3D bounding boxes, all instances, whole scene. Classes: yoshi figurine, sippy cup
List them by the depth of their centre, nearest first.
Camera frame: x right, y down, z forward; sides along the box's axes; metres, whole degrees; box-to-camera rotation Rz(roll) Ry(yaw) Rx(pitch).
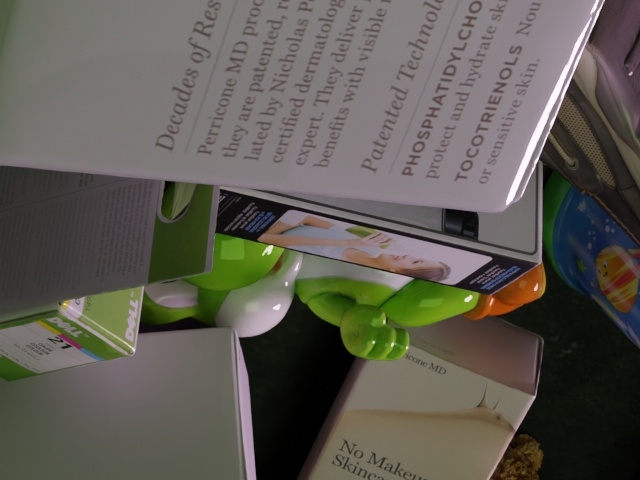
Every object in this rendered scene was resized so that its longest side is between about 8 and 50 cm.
[{"bbox_3d":[0.006,-0.003,1.494,0.362,0.203,0.203,-8,113,-14],"label":"yoshi figurine"},{"bbox_3d":[0.348,0.017,1.614,0.306,0.224,0.240,8,123,-27],"label":"sippy cup"}]

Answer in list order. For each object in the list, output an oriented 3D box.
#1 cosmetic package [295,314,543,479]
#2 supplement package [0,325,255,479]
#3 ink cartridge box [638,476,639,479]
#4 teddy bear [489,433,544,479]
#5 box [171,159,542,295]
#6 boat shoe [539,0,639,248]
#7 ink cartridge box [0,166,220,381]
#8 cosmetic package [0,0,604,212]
[{"bbox_3d":[0.078,0.207,1.694,0.160,0.113,0.309,22,120,-1],"label":"cosmetic package"},{"bbox_3d":[-0.203,0.185,1.472,0.293,0.175,0.177,-5,163,0],"label":"supplement package"},{"bbox_3d":[0.503,0.249,1.823,0.166,0.285,0.395,4,125,-25],"label":"ink cartridge box"},{"bbox_3d":[0.179,0.369,1.905,0.245,0.113,0.338,6,124,-29],"label":"teddy bear"},{"bbox_3d":[0.036,-0.072,1.416,0.290,0.169,0.087,14,155,-20],"label":"box"},{"bbox_3d":[0.219,-0.116,1.389,0.132,0.130,0.355,-55,127,-33],"label":"boat shoe"},{"bbox_3d":[-0.157,-0.012,1.333,0.255,0.188,0.097,-12,147,28],"label":"ink cartridge box"},{"bbox_3d":[-0.043,-0.252,1.164,0.394,0.329,0.327,5,125,-25],"label":"cosmetic package"}]
